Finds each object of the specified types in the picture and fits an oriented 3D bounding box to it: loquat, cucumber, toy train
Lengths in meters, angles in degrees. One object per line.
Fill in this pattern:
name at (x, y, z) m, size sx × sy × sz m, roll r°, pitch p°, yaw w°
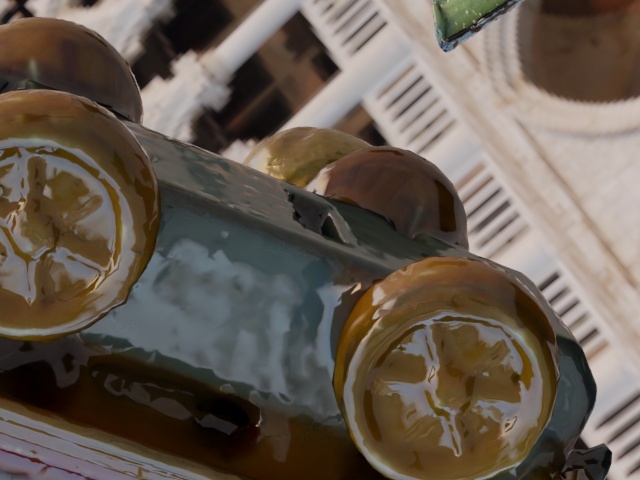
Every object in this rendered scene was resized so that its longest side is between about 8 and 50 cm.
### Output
loquat at (0.001, 0.005, 1.393) m, size 0.213 × 0.213 × 0.213 m, roll 42°, pitch -160°, yaw -19°
cucumber at (0.163, -0.260, 1.321) m, size 0.115 × 0.193 × 0.086 m, roll 58°, pitch -168°, yaw 14°
toy train at (-0.077, 0.057, 0.544) m, size 0.369 × 0.232 × 0.163 m, roll 21°, pitch -164°, yaw -14°
